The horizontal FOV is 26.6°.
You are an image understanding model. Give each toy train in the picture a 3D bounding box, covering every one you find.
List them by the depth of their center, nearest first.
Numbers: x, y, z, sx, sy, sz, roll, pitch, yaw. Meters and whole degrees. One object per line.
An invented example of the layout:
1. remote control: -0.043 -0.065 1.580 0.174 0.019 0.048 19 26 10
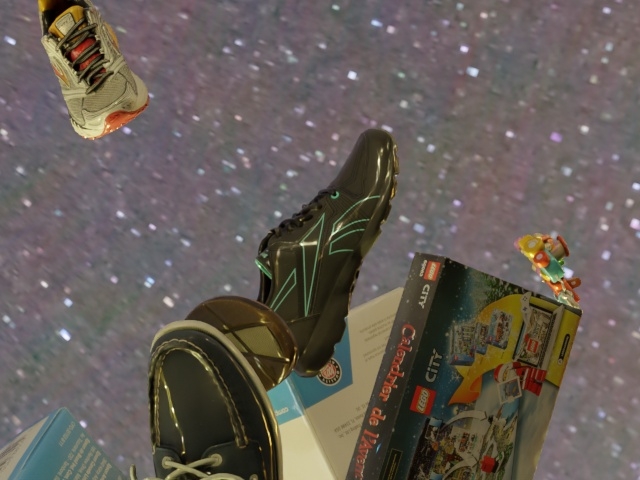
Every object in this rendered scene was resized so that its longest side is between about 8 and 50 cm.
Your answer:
1. toy train: 0.294 0.038 1.661 0.046 0.166 0.125 -39 -93 3

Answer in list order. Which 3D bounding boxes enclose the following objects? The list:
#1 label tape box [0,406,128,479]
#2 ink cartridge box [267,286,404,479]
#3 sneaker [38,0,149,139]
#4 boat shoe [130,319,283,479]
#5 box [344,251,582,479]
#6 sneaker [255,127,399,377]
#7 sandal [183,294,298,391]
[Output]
1. label tape box: -0.194 0.356 1.215 0.115 0.249 0.347 -32 -76 19
2. ink cartridge box: 0.063 0.300 1.812 0.285 0.166 0.394 -21 -95 -49
3. sneaker: -0.251 -0.189 1.421 0.088 0.225 0.092 -32 -43 -2
4. boat shoe: -0.079 0.185 0.973 0.079 0.095 0.254 -43 -53 -67
5. box: 0.117 0.143 1.124 0.159 0.044 0.233 21 -96 -31
6. sneaker: 0.000 0.000 1.365 0.106 0.101 0.267 23 -102 -7
7. sandal: -0.076 0.093 1.143 0.060 0.219 0.090 -31 -94 -32
